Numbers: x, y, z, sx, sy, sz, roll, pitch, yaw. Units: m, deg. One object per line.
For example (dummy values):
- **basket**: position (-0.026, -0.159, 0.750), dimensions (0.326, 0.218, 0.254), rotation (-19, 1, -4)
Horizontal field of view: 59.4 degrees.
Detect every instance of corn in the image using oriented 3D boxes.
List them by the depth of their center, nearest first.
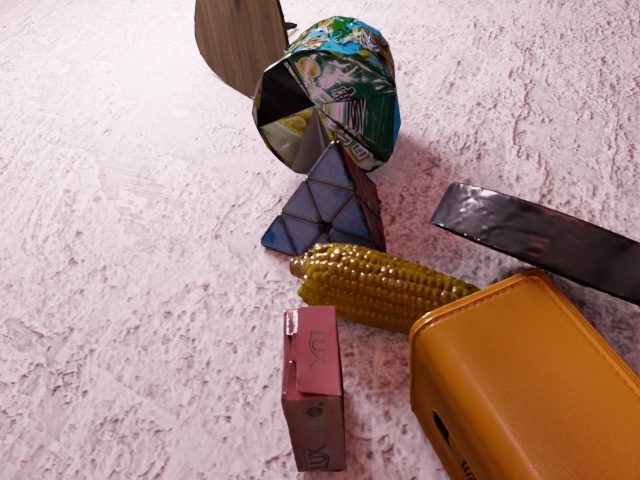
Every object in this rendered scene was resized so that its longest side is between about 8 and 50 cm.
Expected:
- **corn**: position (0.084, 0.066, 0.696), dimensions (0.261, 0.097, 0.097), rotation (16, 50, 14)

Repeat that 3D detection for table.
- **table**: position (-0.078, -0.454, 1.131), dimensions (0.249, 0.318, 0.317), rotation (-26, 48, -34)

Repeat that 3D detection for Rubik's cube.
- **Rubik's cube**: position (0.000, 0.000, 0.793), dimensions (0.178, 0.211, 0.191), rotation (-21, 69, 16)

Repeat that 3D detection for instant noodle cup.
- **instant noodle cup**: position (0.024, -0.239, 0.905), dimensions (0.240, 0.240, 0.178), rotation (6, 45, 11)

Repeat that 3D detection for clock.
- **clock**: position (0.261, 0.008, 0.631), dimensions (0.280, 0.280, 0.056), rotation (24, 96, 26)

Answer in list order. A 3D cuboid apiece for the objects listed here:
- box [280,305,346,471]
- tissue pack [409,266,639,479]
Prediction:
- **box**: position (-0.004, 0.155, 0.579), dimensions (0.059, 0.156, 0.111), rotation (-4, 44, 4)
- **tissue pack**: position (0.201, 0.199, 0.493), dimensions (0.145, 0.195, 0.275), rotation (-21, 47, -8)
